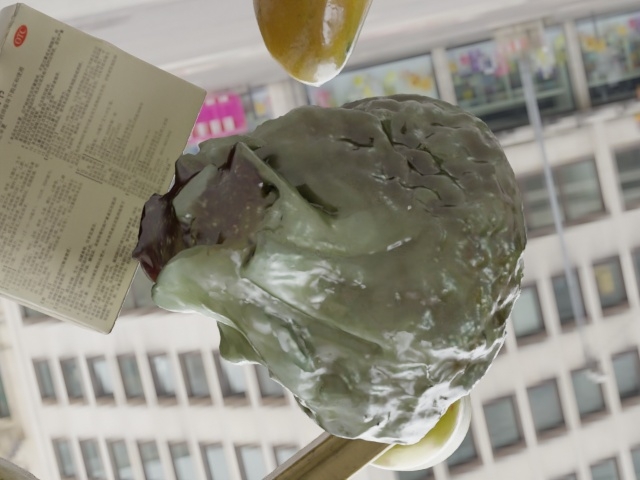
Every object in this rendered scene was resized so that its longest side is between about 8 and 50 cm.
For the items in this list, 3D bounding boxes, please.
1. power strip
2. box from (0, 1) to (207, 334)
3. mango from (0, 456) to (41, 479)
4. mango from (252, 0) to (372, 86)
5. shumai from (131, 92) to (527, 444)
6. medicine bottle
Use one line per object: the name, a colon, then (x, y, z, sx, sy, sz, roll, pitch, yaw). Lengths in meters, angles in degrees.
power strip: (0.000, 0.179, 1.085, 0.305, 0.044, 0.064, -39, 180, 11)
box: (-0.210, -0.053, 1.083, 0.168, 0.212, 0.095, 25, 172, -23)
mango: (-0.278, 0.248, 1.048, 0.329, 0.176, 0.175, 20, 168, 22)
mango: (-0.011, -0.336, 1.790, 0.139, 0.254, 0.175, 4, -160, -43)
shumai: (0.001, 0.001, 0.925, 0.218, 0.256, 0.189, 13, 148, -32)
medicine bottle: (0.066, 0.142, 1.227, 0.122, 0.122, 0.212, -12, 169, 9)
